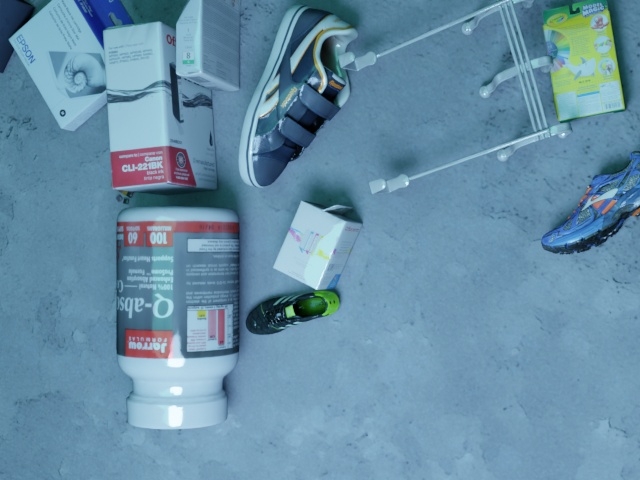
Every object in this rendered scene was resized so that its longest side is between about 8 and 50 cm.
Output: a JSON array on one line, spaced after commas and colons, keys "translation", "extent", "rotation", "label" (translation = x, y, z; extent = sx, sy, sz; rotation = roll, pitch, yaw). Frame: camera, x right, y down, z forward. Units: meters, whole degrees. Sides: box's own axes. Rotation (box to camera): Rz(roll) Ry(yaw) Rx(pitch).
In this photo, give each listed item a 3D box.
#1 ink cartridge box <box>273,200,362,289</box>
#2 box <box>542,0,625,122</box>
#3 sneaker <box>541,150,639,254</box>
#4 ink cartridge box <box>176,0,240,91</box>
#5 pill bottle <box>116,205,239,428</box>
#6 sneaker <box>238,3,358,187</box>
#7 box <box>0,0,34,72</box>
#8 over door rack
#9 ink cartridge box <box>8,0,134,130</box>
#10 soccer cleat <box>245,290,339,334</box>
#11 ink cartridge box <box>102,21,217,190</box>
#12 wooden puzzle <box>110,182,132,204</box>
[{"translation": [0.000, 0.000, 1.595], "extent": [0.090, 0.092, 0.143], "rotation": [25, 96, 19], "label": "ink cartridge box"}, {"translation": [0.410, -0.281, 1.480], "extent": [0.105, 0.043, 0.179], "rotation": [-9, 89, 19], "label": "box"}, {"translation": [0.434, -0.054, 1.459], "extent": [0.221, 0.083, 0.087], "rotation": [-34, 65, 10], "label": "sneaker"}, {"translation": [-0.190, -0.379, 1.619], "extent": [0.056, 0.181, 0.225], "rotation": [-2, 89, 16], "label": "ink cartridge box"}, {"translation": [-0.242, 0.126, 1.616], "extent": [0.210, 0.210, 0.363], "rotation": [-1, 89, 19], "label": "pill bottle"}, {"translation": [-0.036, -0.233, 1.592], "extent": [0.127, 0.126, 0.321], "rotation": [20, 94, 24], "label": "sneaker"}, {"translation": [-0.687, -0.442, 1.834], "extent": [0.207, 0.108, 0.153], "rotation": [33, 100, 16], "label": "box"}, {"translation": [0.214, -0.232, 1.513], "extent": [0.324, 0.108, 0.239], "rotation": [-17, 83, 18], "label": "over door rack"}, {"translation": [-0.451, -0.359, 1.782], "extent": [0.224, 0.045, 0.223], "rotation": [-36, 78, 15], "label": "ink cartridge box"}, {"translation": [-0.055, 0.121, 1.622], "extent": [0.179, 0.072, 0.060], "rotation": [-17, 84, 19], "label": "soccer cleat"}, {"translation": [-0.274, -0.222, 1.638], "extent": [0.114, 0.197, 0.273], "rotation": [-5, 88, 18], "label": "ink cartridge box"}, {"translation": [-0.364, -0.111, 1.769], "extent": [0.049, 0.006, 0.083], "rotation": [29, 99, 17], "label": "wooden puzzle"}]
